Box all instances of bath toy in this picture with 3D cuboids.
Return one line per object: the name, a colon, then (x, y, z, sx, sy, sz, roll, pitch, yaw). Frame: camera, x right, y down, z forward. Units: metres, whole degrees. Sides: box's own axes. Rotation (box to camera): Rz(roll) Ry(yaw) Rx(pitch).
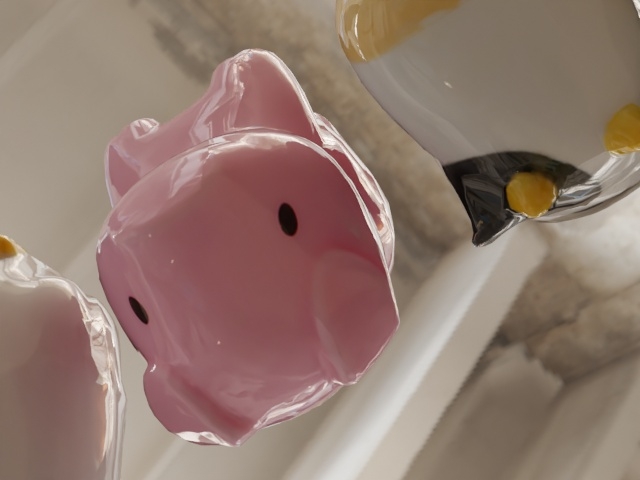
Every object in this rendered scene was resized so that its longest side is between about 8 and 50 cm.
bath toy: (0.000, 0.000, 0.489, 0.151, 0.348, 0.129, 33, -152, -57)
